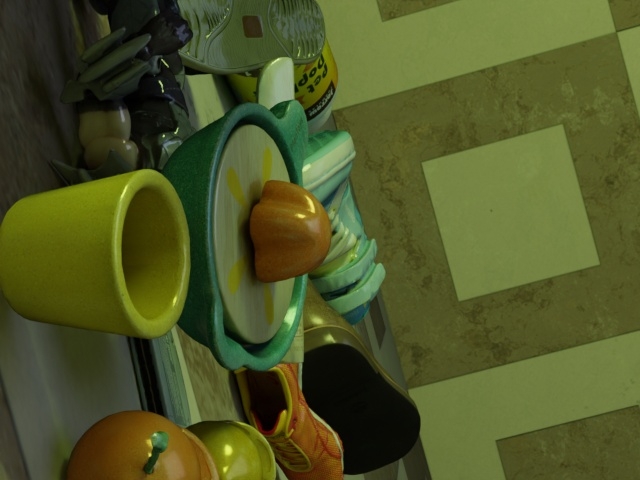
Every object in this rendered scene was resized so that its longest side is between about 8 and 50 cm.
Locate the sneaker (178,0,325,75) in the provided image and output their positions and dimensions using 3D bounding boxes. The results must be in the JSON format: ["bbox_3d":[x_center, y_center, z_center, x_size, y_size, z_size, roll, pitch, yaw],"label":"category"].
[{"bbox_3d":[-0.104,-0.162,1.037,0.222,0.118,0.083,-1,87,-55],"label":"sneaker"}]

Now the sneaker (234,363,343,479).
[{"bbox_3d":[-0.031,0.148,1.035,0.175,0.064,0.067,66,29,-28],"label":"sneaker"}]

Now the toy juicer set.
[{"bbox_3d":[-0.033,0.033,0.669,0.329,0.090,0.209,-46,130,-65],"label":"toy juicer set"}]

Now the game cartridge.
[{"bbox_3d":[-0.092,0.081,0.755,0.056,0.017,0.083,43,32,-73],"label":"game cartridge"}]

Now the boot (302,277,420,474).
[{"bbox_3d":[0.022,0.139,1.321,0.305,0.112,0.115,64,1,-52],"label":"boot"}]

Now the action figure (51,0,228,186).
[{"bbox_3d":[-0.099,-0.100,0.770,0.185,0.099,0.285,75,5,-68],"label":"action figure"}]

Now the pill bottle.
[{"bbox_3d":[-0.047,-0.195,1.407,0.215,0.117,0.117,62,14,-65],"label":"pill bottle"}]

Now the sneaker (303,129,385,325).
[{"bbox_3d":[0.000,0.000,1.323,0.319,0.127,0.208,-58,132,-81],"label":"sneaker"}]
